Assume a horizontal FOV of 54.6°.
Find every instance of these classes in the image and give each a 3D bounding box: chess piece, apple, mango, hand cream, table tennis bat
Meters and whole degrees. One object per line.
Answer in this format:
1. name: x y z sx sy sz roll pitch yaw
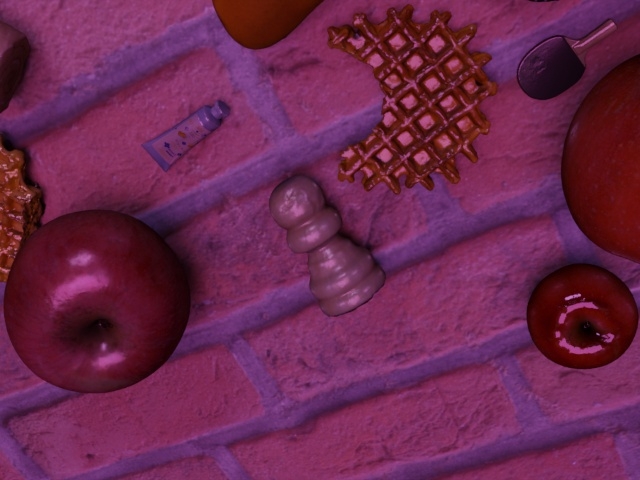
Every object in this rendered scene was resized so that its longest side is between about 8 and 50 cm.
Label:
1. chess piece: 0.000 0.000 1.079 0.133 0.133 0.243 -28 105 19
2. apple: 0.510 -0.109 0.834 0.349 0.348 0.276 5 122 6
3. mango: -0.067 -0.398 0.880 0.254 0.139 0.175 -35 103 28
4. apple: -0.392 0.100 1.115 0.345 0.269 0.344 -6 121 -11
5. apple: 0.439 0.123 1.048 0.181 0.168 0.180 5 115 11
6. hand cream: -0.228 -0.182 1.062 0.171 0.043 0.065 -30 112 22
7. table tennis bat: 0.376 -0.279 0.946 0.156 0.013 0.087 -35 106 22

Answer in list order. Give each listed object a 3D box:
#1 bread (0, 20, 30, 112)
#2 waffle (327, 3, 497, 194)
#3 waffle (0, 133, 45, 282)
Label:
1. bread: -0.562 -0.298 1.002 0.141 0.134 0.148 27 128 -10
2. waffle: 0.144 -0.219 0.981 0.260 0.069 0.292 0 113 5
3. waffle: -0.651 -0.067 1.171 0.312 0.060 0.307 -30 109 22
